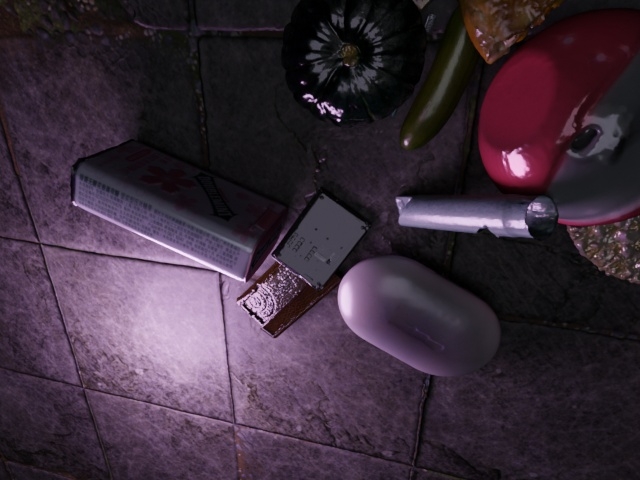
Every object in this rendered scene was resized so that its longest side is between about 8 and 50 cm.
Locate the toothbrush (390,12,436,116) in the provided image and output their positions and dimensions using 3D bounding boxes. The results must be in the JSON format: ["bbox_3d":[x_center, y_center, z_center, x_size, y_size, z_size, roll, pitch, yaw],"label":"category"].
[{"bbox_3d":[0.150,-0.282,0.728,0.014,0.011,0.167,19,119,0],"label":"toothbrush"}]

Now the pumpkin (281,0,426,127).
[{"bbox_3d":[0.049,-0.282,0.672,0.220,0.162,0.220,2,113,6],"label":"pumpkin"}]

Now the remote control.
[{"bbox_3d":[0.191,0.154,0.879,0.332,0.103,0.221,31,126,0],"label":"remote control"}]

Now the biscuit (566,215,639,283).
[{"bbox_3d":[0.555,-0.007,0.705,0.281,0.084,0.179,-14,115,24],"label":"biscuit"}]

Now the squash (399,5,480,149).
[{"bbox_3d":[0.197,-0.254,0.696,0.069,0.069,0.258,25,121,4],"label":"squash"}]

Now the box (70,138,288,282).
[{"bbox_3d":[-0.266,-0.066,0.860,0.369,0.190,0.112,23,120,6],"label":"box"}]

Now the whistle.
[{"bbox_3d":[0.217,-0.043,0.701,0.062,0.312,0.062,-3,97,-25],"label":"whistle"}]

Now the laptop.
[{"bbox_3d":[0.000,0.000,0.887,0.129,0.016,0.180,36,104,-3],"label":"laptop"}]

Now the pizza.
[{"bbox_3d":[0.290,-0.399,0.565,0.226,0.086,0.335,9,103,11],"label":"pizza"}]

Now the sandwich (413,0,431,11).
[{"bbox_3d":[0.146,-0.366,0.675,0.083,0.031,0.044,4,115,14],"label":"sandwich"}]

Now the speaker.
[{"bbox_3d":[0.385,-0.160,0.625,0.294,0.294,0.294,7,117,13],"label":"speaker"}]

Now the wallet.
[{"bbox_3d":[-0.072,0.111,0.975,0.133,0.039,0.243,44,119,-6],"label":"wallet"}]
